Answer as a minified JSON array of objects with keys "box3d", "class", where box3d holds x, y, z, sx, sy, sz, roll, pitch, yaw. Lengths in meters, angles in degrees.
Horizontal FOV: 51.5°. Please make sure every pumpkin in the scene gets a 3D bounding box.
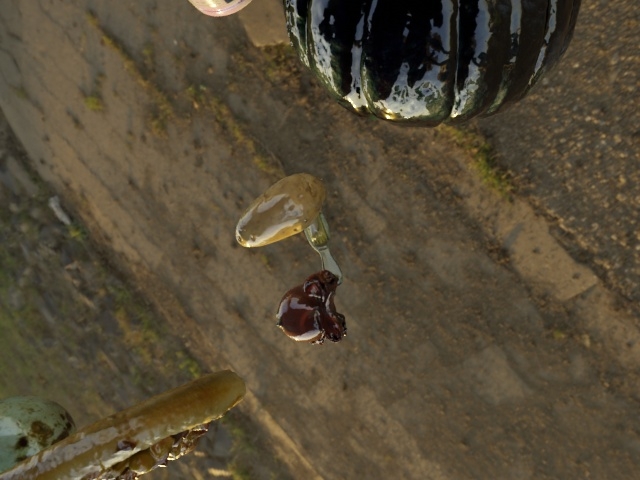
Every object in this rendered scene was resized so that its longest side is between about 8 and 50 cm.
[{"box3d":[0.127,-0.304,0.819,0.363,0.363,0.266,33,144,26],"class":"pumpkin"}]

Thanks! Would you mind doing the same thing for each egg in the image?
[{"box3d":[-0.581,0.380,1.265,0.231,0.169,0.169,2,126,6],"class":"egg"}]

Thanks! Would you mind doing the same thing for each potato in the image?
[{"box3d":[-0.088,-0.065,1.562,0.128,0.235,0.161,55,157,23],"class":"potato"}]

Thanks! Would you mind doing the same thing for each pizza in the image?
[{"box3d":[-0.174,0.178,0.548,0.058,0.246,0.127,65,158,9],"class":"pizza"}]

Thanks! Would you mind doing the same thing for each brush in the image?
[{"box3d":[0.000,0.000,1.789,0.060,0.068,0.297,64,-176,-48],"class":"brush"}]

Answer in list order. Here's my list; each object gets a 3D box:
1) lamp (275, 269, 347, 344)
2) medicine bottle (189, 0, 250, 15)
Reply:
[{"box3d":[-0.022,0.174,1.728,0.223,0.151,0.215,-10,113,27],"class":"lamp"},{"box3d":[-0.200,-0.469,1.001,0.152,0.152,0.254,35,-177,24],"class":"medicine bottle"}]
